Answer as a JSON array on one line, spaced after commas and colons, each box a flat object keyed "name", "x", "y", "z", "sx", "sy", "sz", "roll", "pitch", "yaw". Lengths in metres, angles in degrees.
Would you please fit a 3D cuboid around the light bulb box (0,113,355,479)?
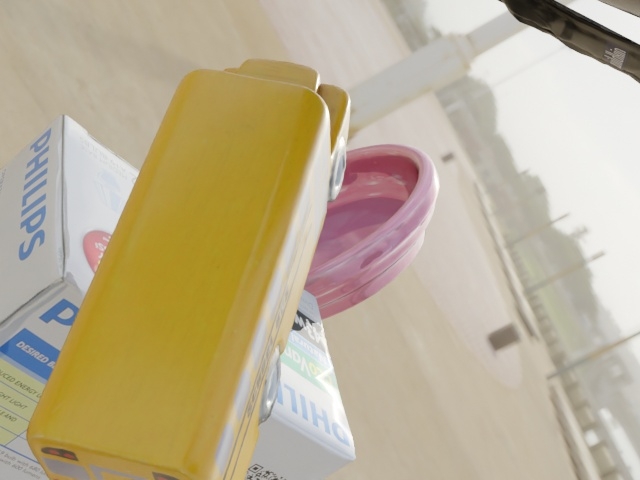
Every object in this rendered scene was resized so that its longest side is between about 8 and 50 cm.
[{"name": "light bulb box", "x": -0.226, "y": 0.142, "z": 0.956, "sx": 0.358, "sy": 0.361, "sz": 0.225, "roll": 39, "pitch": 24, "yaw": -37}]

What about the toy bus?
[{"name": "toy bus", "x": -0.066, "y": 0.008, "z": 0.653, "sx": 0.130, "sy": 0.108, "sz": 0.332, "roll": 87, "pitch": 17, "yaw": -56}]

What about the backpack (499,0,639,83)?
[{"name": "backpack", "x": 0.171, "y": -0.238, "z": 0.624, "sx": 0.263, "sy": 0.213, "sz": 0.276, "roll": 26, "pitch": 2, "yaw": 33}]

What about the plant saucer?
[{"name": "plant saucer", "x": 0.000, "y": 0.000, "z": 1.268, "sx": 0.332, "sy": 0.332, "sz": 0.084, "roll": -96, "pitch": 161, "yaw": -65}]
